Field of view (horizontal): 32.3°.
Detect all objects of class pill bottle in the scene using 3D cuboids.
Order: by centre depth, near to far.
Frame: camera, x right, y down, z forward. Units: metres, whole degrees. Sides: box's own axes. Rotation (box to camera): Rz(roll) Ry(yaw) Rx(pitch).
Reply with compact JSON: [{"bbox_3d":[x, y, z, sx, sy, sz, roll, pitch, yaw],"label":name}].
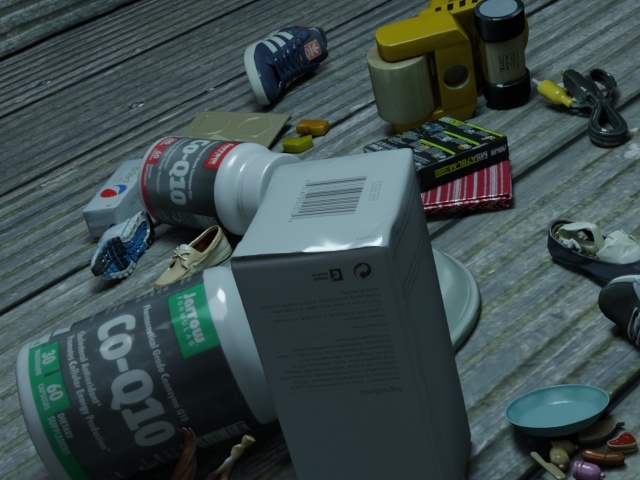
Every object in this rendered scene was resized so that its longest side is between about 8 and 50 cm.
[{"bbox_3d":[-0.165,0.154,1.348,0.361,0.204,0.204,-22,27,2],"label":"pill bottle"},{"bbox_3d":[-0.166,-0.093,1.910,0.283,0.161,0.161,8,35,38],"label":"pill bottle"}]

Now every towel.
[{"bbox_3d":[0.184,-0.088,1.868,0.274,0.031,0.199,-7,26,11],"label":"towel"}]

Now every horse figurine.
[{"bbox_3d":[-0.110,0.309,1.174,0.174,0.066,0.263,-54,35,4],"label":"horse figurine"}]

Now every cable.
[{"bbox_3d":[0.496,-0.237,1.999,0.139,0.072,0.287,-3,37,-14],"label":"cable"}]

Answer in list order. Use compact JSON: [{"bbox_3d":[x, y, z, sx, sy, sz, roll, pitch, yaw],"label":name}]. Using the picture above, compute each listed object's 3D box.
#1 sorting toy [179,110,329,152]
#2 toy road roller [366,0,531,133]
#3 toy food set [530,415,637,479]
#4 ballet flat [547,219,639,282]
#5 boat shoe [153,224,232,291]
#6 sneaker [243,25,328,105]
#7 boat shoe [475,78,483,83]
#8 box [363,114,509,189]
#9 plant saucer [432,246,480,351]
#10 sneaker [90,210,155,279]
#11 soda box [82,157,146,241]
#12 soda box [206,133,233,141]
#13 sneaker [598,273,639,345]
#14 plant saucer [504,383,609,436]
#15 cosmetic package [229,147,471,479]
[{"bbox_3d":[-0.149,-0.198,2.248,0.307,0.041,0.229,5,35,23],"label":"sorting toy"},{"bbox_3d":[0.243,-0.372,2.145,0.329,0.203,0.241,-17,39,-2],"label":"toy road roller"},{"bbox_3d":[0.295,0.234,1.208,0.122,0.019,0.078,-16,26,-19],"label":"toy food set"},{"bbox_3d":[0.389,0.014,1.523,0.074,0.074,0.203,-28,30,-25],"label":"ballet flat"},{"bbox_3d":[-0.215,0.031,1.811,0.063,0.059,0.170,7,34,36],"label":"boat shoe"},{"bbox_3d":[-0.067,-0.415,2.510,0.148,0.131,0.350,-11,26,17],"label":"sneaker"},{"bbox_3d":[0.345,-0.400,2.329,0.073,0.080,0.223,7,38,27],"label":"boat shoe"},{"bbox_3d":[0.198,-0.155,1.920,0.184,0.045,0.190,-20,24,-22],"label":"box"},{"bbox_3d":[0.020,0.077,1.559,0.400,0.101,0.400,-12,27,6],"label":"plant saucer"},{"bbox_3d":[-0.358,0.018,1.916,0.082,0.071,0.191,-15,19,23],"label":"sneaker"},{"bbox_3d":[-0.369,-0.080,2.093,0.073,0.069,0.216,-6,27,17],"label":"soda box"},{"bbox_3d":[-0.155,-0.139,2.074,0.181,0.058,0.061,25,51,40],"label":"soda box"},{"bbox_3d":[0.398,0.117,1.307,0.132,0.086,0.228,-34,33,-29],"label":"sneaker"},{"bbox_3d":[0.271,0.197,1.263,0.119,0.021,0.119,-13,12,3],"label":"plant saucer"},{"bbox_3d":[0.048,0.125,1.137,0.156,0.385,0.217,-5,26,15],"label":"cosmetic package"}]
